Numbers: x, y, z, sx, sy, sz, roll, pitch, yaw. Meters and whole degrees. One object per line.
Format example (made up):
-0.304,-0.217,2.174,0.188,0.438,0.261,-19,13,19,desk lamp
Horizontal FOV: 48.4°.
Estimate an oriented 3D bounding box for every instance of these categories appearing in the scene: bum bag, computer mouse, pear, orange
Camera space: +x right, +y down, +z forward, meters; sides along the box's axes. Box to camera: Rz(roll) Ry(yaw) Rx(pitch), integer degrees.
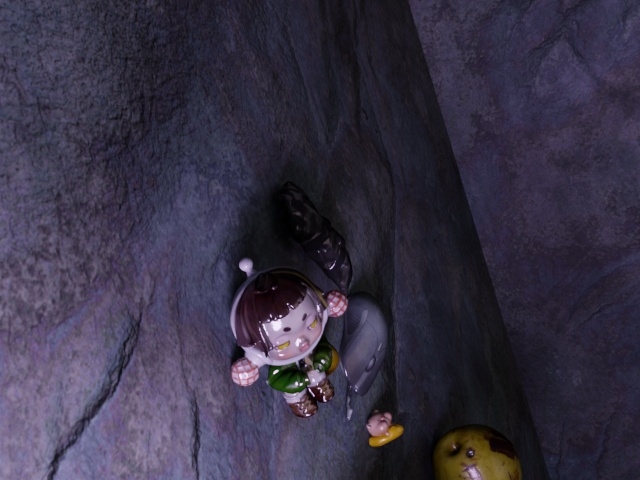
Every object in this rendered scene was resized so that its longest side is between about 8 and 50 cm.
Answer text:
0.000,0.000,1.719,0.340,0.095,0.144,54,19,-42,bum bag
0.117,0.287,1.827,0.167,0.090,0.379,53,36,-38,computer mouse
0.470,0.684,2.153,0.283,0.283,0.284,39,45,-52,pear
-0.003,0.264,1.595,0.095,0.085,0.085,31,51,-59,orange

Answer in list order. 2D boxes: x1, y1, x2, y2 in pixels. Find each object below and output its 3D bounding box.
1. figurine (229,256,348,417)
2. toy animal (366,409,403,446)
-0.065,0.196,1.419,0.281,0.167,0.370,-36,127,-22,figurine
0.165,0.474,1.839,0.114,0.091,0.082,-11,73,-63,toy animal
